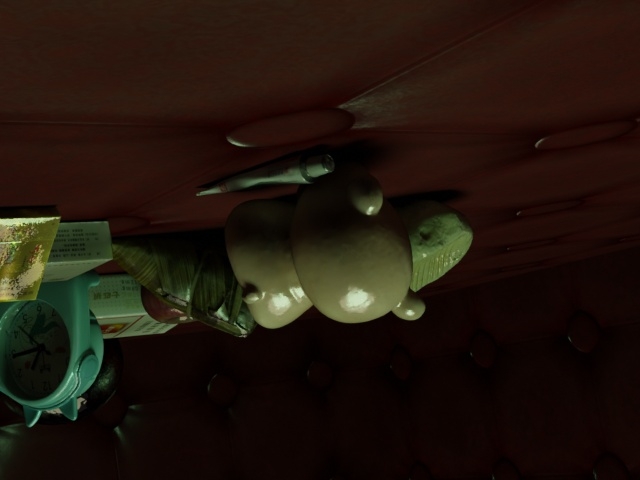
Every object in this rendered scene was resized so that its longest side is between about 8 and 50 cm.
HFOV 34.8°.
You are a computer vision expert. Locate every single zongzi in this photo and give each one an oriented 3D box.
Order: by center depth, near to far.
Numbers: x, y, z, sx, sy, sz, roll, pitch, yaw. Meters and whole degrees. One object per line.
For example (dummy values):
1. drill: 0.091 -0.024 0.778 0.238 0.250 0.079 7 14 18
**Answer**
1. zongzi: -0.243 0.046 1.748 0.288 0.134 0.286 21 180 -15

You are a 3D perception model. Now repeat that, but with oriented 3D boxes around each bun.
1. bun: 0.147 0.004 1.740 0.231 0.133 0.231 -27 158 -12

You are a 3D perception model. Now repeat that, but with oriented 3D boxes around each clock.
1. clock: -0.483 0.186 1.804 0.224 0.274 0.094 -11 173 27

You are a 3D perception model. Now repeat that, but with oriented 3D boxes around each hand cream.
1. hand cream: -0.065 -0.078 1.282 0.216 0.038 0.052 -9 151 43

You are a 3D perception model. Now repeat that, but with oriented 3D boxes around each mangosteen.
1. mangosteen: -0.608 0.266 2.322 0.300 0.300 0.300 -9 172 -1

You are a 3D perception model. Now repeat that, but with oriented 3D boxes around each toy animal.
1. toy animal: -0.008 0.013 1.312 0.221 0.210 0.229 -26 -149 -9

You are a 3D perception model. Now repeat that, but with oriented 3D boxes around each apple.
1. apple: -0.271 0.096 1.970 0.154 0.119 0.153 -5 168 -1

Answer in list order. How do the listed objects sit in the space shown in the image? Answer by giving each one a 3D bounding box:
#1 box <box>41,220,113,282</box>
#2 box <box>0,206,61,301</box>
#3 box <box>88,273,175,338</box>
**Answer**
1. box: -0.448 0.023 1.435 0.261 0.062 0.175 -5 170 -37
2. box: -0.397 0.021 1.325 0.089 0.022 0.156 -3 136 -38
3. box: -0.438 0.138 2.080 0.330 0.095 0.210 -1 162 -32
